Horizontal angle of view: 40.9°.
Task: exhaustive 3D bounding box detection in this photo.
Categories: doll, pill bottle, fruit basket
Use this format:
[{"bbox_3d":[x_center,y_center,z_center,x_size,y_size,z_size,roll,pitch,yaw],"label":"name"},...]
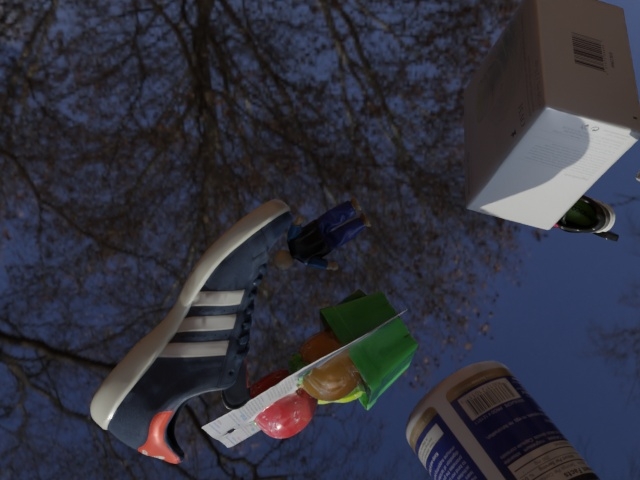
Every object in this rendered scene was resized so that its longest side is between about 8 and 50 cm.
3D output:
[{"bbox_3d":[0.000,0.000,1.578,0.189,0.129,0.046,-30,-158,2],"label":"doll"},{"bbox_3d":[0.225,0.278,0.963,0.153,0.153,0.265,-20,-128,-20],"label":"pill bottle"},{"bbox_3d":[-0.023,0.222,1.404,0.353,0.327,0.165,-25,-107,-6],"label":"fruit basket"}]

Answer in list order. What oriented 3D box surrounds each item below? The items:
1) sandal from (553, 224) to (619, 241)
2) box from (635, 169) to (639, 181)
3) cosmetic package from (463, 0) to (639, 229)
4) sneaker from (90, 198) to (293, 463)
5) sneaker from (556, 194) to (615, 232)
[{"bbox_3d":[0.430,-0.029,1.482,0.067,0.040,0.179,7,-159,-42],"label":"sandal"},{"bbox_3d":[0.439,-0.084,0.970,0.087,0.101,0.102,24,-169,-27],"label":"box"},{"bbox_3d":[0.297,-0.175,1.151,0.138,0.225,0.224,13,-125,-11],"label":"cosmetic package"},{"bbox_3d":[-0.119,0.116,1.055,0.148,0.131,0.350,37,-94,5],"label":"sneaker"},{"bbox_3d":[0.360,-0.055,1.299,0.170,0.063,0.075,23,-166,17],"label":"sneaker"}]
